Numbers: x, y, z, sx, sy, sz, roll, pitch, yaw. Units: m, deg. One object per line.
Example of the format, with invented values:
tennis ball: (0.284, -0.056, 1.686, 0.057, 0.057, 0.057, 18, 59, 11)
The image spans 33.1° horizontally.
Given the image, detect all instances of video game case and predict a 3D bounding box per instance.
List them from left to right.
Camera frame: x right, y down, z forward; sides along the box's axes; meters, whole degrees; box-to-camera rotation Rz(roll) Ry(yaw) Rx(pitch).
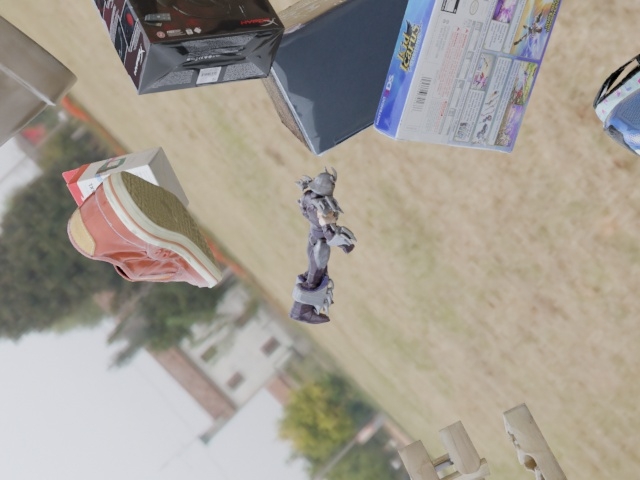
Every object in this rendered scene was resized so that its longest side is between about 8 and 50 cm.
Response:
video game case: (0.214, -0.267, 1.531, 0.244, 0.270, 0.061, 2, -159, -39)

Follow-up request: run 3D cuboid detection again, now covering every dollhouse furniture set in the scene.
dollhouse furniture set: (0.280, 0.412, 1.838, 0.212, 0.242, 0.161, 66, 178, -58)

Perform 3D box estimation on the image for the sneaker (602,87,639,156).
sneaker: (0.554, -0.243, 1.603, 0.130, 0.330, 0.147, 46, 159, 33)

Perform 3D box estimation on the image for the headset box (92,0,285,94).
headset box: (-0.217, -0.369, 1.609, 0.293, 0.218, 0.110, 62, 147, 27)

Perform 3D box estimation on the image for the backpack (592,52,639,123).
backpack: (0.601, -0.267, 2.007, 0.152, 0.182, 0.115, 0, -125, -51)

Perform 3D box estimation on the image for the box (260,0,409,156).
box: (0.041, -0.338, 1.950, 0.212, 0.293, 0.395, 62, 177, -17)

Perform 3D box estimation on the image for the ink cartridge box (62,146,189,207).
ink cartridge box: (-0.387, -0.085, 2.068, 0.078, 0.231, 0.134, -69, -39, -54)

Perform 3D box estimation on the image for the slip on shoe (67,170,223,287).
slip on shoe: (-0.212, 0.002, 1.346, 0.123, 0.101, 0.331, 59, -173, 17)

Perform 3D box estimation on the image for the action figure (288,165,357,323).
action figure: (0.000, 0.000, 1.932, 0.099, 0.285, 0.185, 3, -157, -11)

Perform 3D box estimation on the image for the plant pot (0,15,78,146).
plant pot: (-0.610, -0.250, 1.765, 0.323, 0.280, 0.323, 34, 177, 2)
